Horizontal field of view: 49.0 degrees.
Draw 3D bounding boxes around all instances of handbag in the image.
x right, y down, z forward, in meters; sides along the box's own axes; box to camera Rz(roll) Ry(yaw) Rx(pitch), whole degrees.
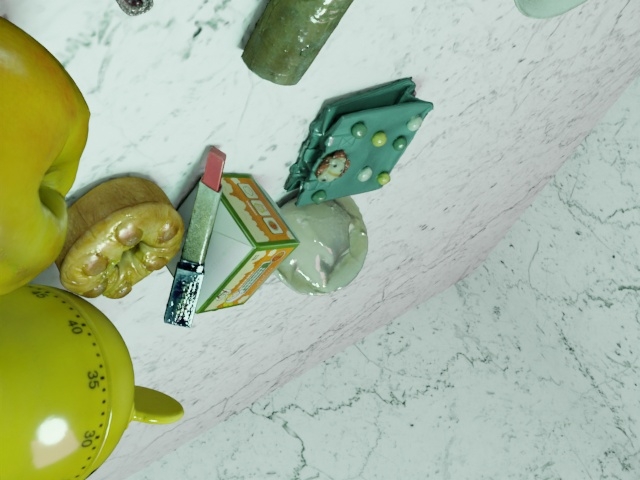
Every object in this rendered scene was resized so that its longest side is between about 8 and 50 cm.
[{"bbox_3d":[0.083,-0.186,1.436,0.274,0.100,0.269,-21,156,-38],"label":"handbag"}]

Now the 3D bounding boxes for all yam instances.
[{"bbox_3d":[-0.010,-0.327,0.955,0.106,0.106,0.259,-14,150,-48],"label":"yam"}]

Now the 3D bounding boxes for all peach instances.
[{"bbox_3d":[-0.384,-0.084,0.643,0.307,0.289,0.289,12,143,-12],"label":"peach"}]

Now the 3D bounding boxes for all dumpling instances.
[{"bbox_3d":[0.000,-0.001,1.531,0.243,0.227,0.175,-40,176,-2],"label":"dumpling"}]

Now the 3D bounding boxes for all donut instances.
[{"bbox_3d":[-0.326,-0.001,1.137,0.226,0.114,0.227,-33,160,-14],"label":"donut"}]

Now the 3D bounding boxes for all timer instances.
[{"bbox_3d":[-0.449,0.246,1.142,0.376,0.376,0.387,-41,163,12],"label":"timer"}]

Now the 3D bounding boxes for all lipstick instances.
[{"bbox_3d":[-0.209,-0.005,1.204,0.051,0.051,0.312,-122,-133,-74],"label":"lipstick"}]

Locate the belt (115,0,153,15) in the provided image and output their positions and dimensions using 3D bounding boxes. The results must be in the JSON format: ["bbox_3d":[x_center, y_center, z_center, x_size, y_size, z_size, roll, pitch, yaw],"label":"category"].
[{"bbox_3d":[-0.246,-0.294,0.700,0.071,0.053,0.232,-44,159,18],"label":"belt"}]

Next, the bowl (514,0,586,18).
[{"bbox_3d":[0.378,-0.546,0.978,0.434,0.196,0.435,-33,161,-13],"label":"bowl"}]

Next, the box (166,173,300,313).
[{"bbox_3d":[-0.175,0.004,1.308,0.195,0.178,0.148,-47,159,27],"label":"box"}]
